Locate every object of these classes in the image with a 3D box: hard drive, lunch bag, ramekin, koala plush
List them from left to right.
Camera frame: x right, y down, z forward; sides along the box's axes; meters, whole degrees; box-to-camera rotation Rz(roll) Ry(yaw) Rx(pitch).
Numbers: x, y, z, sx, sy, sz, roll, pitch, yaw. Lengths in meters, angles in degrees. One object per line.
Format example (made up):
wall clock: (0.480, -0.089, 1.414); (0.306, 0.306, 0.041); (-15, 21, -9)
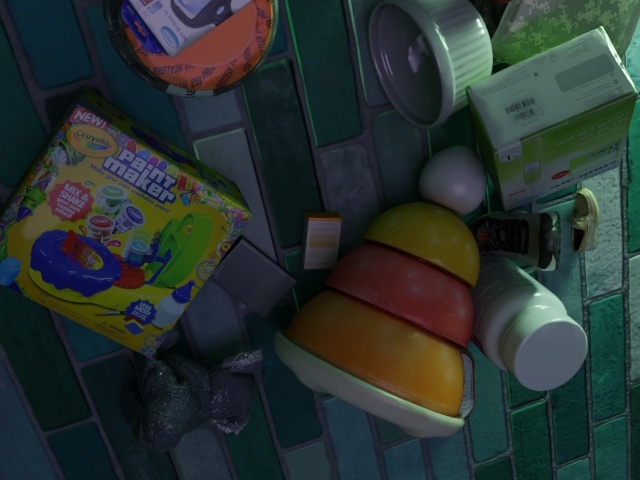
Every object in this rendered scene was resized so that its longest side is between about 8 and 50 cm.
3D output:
koala plush: (-0.210, 0.264, 1.204); (0.221, 0.203, 0.196); (4, 111, -30)
hard drive: (-0.121, 0.065, 1.227); (0.135, 0.022, 0.094); (40, 97, -25)
ramekin: (0.172, -0.290, 1.072); (0.109, 0.207, 0.207); (-27, 116, -15)
lunch bag: (0.381, -0.398, 1.102); (0.235, 0.169, 0.287); (13, 103, -20)

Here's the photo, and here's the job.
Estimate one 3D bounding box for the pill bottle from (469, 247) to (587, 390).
pill bottle: (0.337, 0.135, 1.239); (0.160, 0.283, 0.161); (-5, 112, -13)

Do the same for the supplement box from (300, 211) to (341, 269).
supplement box: (0.000, 0.000, 1.227); (0.062, 0.036, 0.099); (0, 111, -16)

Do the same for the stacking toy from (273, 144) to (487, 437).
stacking toy: (0.161, 0.057, 1.183); (0.350, 0.350, 0.480); (26, 87, -23)

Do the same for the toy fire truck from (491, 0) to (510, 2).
toy fire truck: (0.259, -0.498, 0.945); (0.169, 0.302, 0.254); (22, 128, -38)

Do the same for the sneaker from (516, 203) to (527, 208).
sneaker: (0.439, -0.139, 1.268); (0.236, 0.095, 0.104); (-46, 123, 5)

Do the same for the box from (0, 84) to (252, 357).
box: (-0.310, -0.029, 1.052); (0.290, 0.177, 0.279); (32, 99, -24)

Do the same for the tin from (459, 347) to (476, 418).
tin: (0.266, 0.296, 1.423); (0.106, 0.040, 0.190); (-10, 114, -7)

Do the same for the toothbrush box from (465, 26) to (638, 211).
toothbrush box: (0.356, -0.173, 1.081); (0.206, 0.122, 0.283); (-22, 161, 11)

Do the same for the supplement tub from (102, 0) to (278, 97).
supplement tub: (-0.171, -0.302, 0.890); (0.207, 0.338, 0.207); (-6, 113, -13)

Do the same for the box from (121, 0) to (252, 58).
box: (-0.138, -0.252, 0.715); (0.136, 0.028, 0.081); (-37, 115, -1)

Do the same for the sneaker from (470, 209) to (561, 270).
sneaker: (0.338, -0.003, 1.199); (0.107, 0.271, 0.100); (0, 94, -5)

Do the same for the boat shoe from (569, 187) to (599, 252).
boat shoe: (0.512, -0.035, 1.349); (0.045, 0.050, 0.135); (-19, 115, -13)
